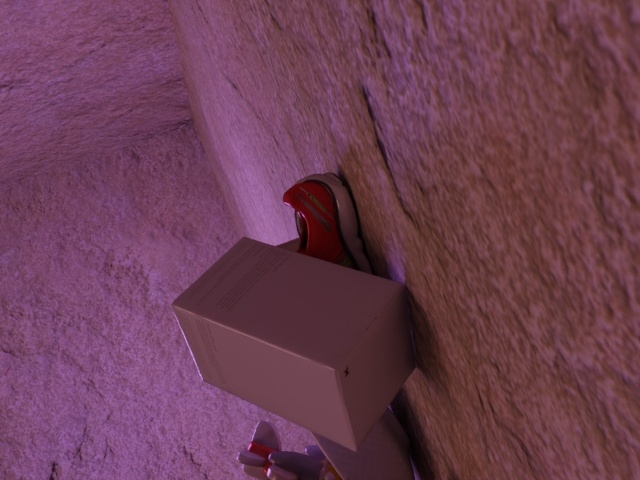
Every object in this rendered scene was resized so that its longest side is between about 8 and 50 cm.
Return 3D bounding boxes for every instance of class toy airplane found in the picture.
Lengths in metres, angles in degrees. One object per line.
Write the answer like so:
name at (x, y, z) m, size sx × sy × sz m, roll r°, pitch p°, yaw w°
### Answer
toy airplane at (-0.023, 0.602, 1.893) m, size 0.384 × 0.272 × 0.386 m, roll 39°, pitch -179°, yaw -24°

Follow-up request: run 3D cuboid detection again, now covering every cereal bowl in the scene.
cereal bowl at (0.063, 0.351, 1.308) m, size 0.339 × 0.141 × 0.339 m, roll 53°, pitch 171°, yaw 12°

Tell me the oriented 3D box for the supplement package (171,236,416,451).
supplement package at (-0.035, 0.141, 1.044) m, size 0.293 × 0.177 × 0.175 m, roll 16°, pitch 135°, yaw 33°

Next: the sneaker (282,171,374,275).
sneaker at (0.009, 0.032, 1.132) m, size 0.107 × 0.118 × 0.279 m, roll -140°, pitch 32°, yaw -73°

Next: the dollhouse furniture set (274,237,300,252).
dollhouse furniture set at (-0.040, 0.171, 1.443) m, size 0.303 × 0.198 × 0.286 m, roll 86°, pitch 161°, yaw -60°

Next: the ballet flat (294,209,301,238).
ballet flat at (0.000, 0.000, 1.269) m, size 0.074 × 0.074 × 0.203 m, roll -151°, pitch 39°, yaw -75°
